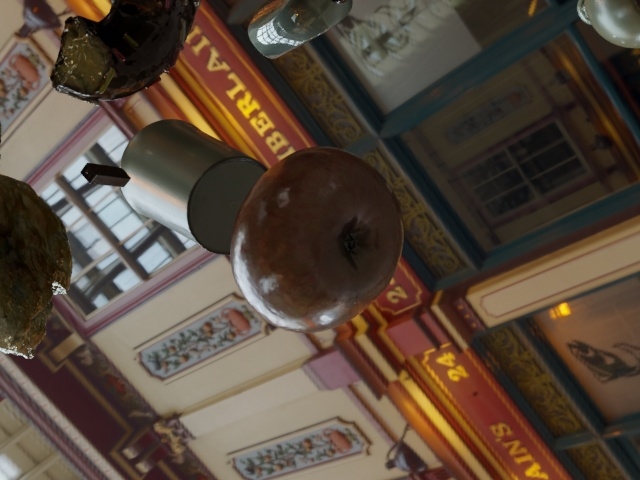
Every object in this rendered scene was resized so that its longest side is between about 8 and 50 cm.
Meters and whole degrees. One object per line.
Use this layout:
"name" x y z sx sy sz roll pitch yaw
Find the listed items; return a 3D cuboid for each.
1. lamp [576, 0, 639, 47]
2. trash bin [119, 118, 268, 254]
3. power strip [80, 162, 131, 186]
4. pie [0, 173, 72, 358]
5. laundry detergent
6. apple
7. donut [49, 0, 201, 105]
"lamp" 0.268 -0.215 0.636 0.091 0.091 0.163 52 -174 -10
"trash bin" -0.323 -0.144 1.817 0.280 0.432 0.280 -15 -64 -32
"power strip" -0.434 -0.131 1.442 0.038 0.029 0.111 47 -163 18
"pie" -0.539 0.036 1.256 0.337 0.075 0.337 -12 -90 -82
"laundry detergent" -0.005 -0.449 1.314 0.105 0.280 0.215 46 -115 -19
"apple" 0.000 0.000 1.295 0.345 0.269 0.344 2 -95 -17
"donut" -0.304 -0.387 1.170 0.136 0.345 0.259 34 -149 19
